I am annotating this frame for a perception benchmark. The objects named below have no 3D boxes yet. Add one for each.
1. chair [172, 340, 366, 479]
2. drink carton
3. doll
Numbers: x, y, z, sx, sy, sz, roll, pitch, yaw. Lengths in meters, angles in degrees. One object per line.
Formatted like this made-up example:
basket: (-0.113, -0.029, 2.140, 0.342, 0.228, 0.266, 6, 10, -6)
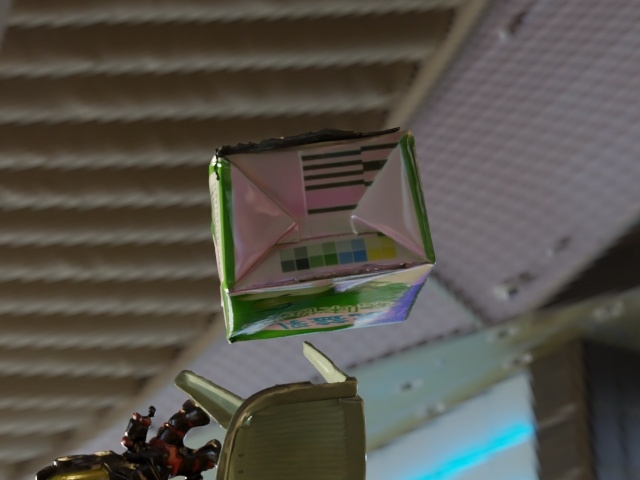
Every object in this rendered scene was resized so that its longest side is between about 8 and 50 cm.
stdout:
chair: (-0.048, 0.216, 1.827, 0.190, 0.203, 0.275, -1, 7, -19)
drink carton: (0.000, 0.000, 1.502, 0.161, 0.108, 0.271, -7, -11, -4)
doll: (-0.228, 0.275, 2.234, 0.249, 0.127, 0.088, -25, -8, -9)
